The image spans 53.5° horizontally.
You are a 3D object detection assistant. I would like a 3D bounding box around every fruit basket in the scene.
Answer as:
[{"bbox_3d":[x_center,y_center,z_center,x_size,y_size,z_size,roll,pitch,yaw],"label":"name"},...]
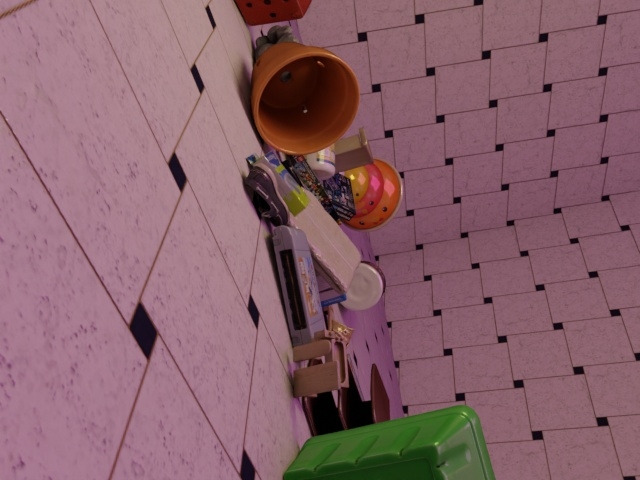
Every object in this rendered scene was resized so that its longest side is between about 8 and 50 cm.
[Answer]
[{"bbox_3d":[0.157,0.478,1.186,0.392,0.392,0.282,45,31,-74],"label":"fruit basket"}]

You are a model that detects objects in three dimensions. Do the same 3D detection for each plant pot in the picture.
[{"bbox_3d":[-0.067,-0.404,1.717,0.203,0.291,0.290,58,-6,47],"label":"plant pot"},{"bbox_3d":[-0.151,-0.801,1.896,0.267,0.268,0.235,57,31,-65],"label":"plant pot"}]

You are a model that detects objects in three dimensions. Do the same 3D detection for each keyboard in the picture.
[{"bbox_3d":[-0.031,-0.105,1.918,0.317,0.033,0.201,59,2,-11],"label":"keyboard"}]

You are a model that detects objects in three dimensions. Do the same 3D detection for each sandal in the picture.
[{"bbox_3d":[0.063,0.267,1.935,0.088,0.079,0.239,50,26,-71],"label":"sandal"}]

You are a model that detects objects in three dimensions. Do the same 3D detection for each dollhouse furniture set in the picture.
[{"bbox_3d":[0.013,-0.446,2.273,0.362,0.257,0.393,52,24,-70],"label":"dollhouse furniture set"},{"bbox_3d":[0.037,0.261,1.363,0.151,0.123,0.144,19,59,-44],"label":"dollhouse furniture set"}]

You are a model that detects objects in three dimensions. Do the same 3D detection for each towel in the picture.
[{"bbox_3d":[0.000,0.000,1.709,0.282,0.049,0.187,51,33,-15],"label":"towel"}]

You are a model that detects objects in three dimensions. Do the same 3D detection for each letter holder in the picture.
[{"bbox_3d":[0.066,0.380,1.521,0.302,0.152,0.214,-69,141,-76],"label":"letter holder"}]

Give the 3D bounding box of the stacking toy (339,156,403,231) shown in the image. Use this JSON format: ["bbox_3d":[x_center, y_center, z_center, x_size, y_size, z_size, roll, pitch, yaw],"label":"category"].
[{"bbox_3d":[0.114,-0.237,2.723,0.480,0.351,0.350,15,58,-58],"label":"stacking toy"}]

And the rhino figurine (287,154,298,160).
[{"bbox_3d":[-0.102,-0.328,1.924,0.106,0.073,0.243,72,5,-62],"label":"rhino figurine"}]

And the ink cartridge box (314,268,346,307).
[{"bbox_3d":[0.002,0.082,1.842,0.203,0.086,0.148,62,15,-58],"label":"ink cartridge box"}]

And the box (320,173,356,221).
[{"bbox_3d":[0.041,-0.188,2.375,0.175,0.051,0.220,25,35,-25],"label":"box"}]

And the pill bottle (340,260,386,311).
[{"bbox_3d":[0.157,0.166,2.403,0.318,0.177,0.176,-2,77,-81],"label":"pill bottle"}]

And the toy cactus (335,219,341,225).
[{"bbox_3d":[0.027,-0.152,2.472,0.180,0.112,0.219,52,18,-17],"label":"toy cactus"}]

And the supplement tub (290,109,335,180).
[{"bbox_3d":[-0.025,-0.303,2.039,0.144,0.145,0.199,46,43,-73],"label":"supplement tub"}]

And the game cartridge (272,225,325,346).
[{"bbox_3d":[-0.047,0.113,1.524,0.198,0.062,0.297,1,78,-76],"label":"game cartridge"}]

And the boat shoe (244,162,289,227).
[{"bbox_3d":[-0.128,-0.088,1.460,0.065,0.075,0.206,-50,148,-24],"label":"boat shoe"}]

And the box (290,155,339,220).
[{"bbox_3d":[-0.013,-0.149,1.908,0.159,0.044,0.233,59,1,15],"label":"box"}]

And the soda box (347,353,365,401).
[{"bbox_3d":[0.081,0.424,1.847,0.063,0.058,0.183,-82,156,-70],"label":"soda box"}]

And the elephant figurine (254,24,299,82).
[{"bbox_3d":[-0.096,-0.538,1.993,0.239,0.186,0.169,53,6,-46],"label":"elephant figurine"}]

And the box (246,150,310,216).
[{"bbox_3d":[-0.098,-0.146,1.526,0.178,0.042,0.109,51,13,-8],"label":"box"}]
